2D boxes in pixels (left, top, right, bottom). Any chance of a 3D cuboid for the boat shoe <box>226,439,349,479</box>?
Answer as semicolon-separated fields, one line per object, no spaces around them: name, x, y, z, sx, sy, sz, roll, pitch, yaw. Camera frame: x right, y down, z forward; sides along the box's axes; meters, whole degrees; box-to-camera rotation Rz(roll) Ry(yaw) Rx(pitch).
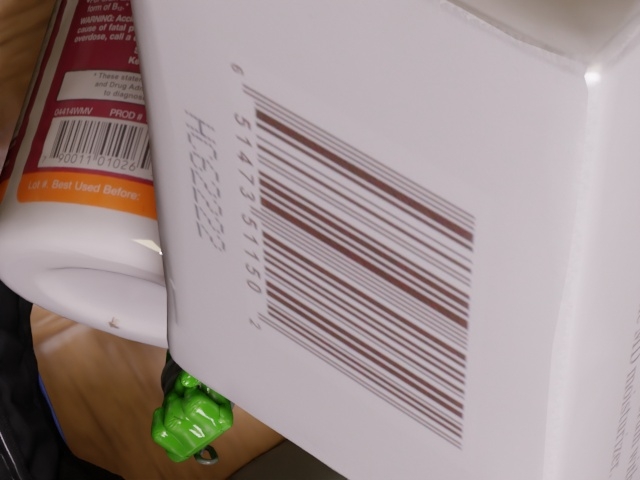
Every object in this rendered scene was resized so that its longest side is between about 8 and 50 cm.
boat shoe;0.041;0.111;0.893;0.228;0.080;0.076;-32;109;-11

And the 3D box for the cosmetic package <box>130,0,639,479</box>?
cosmetic package;0.146;-0.128;0.653;0.453;0.161;0.230;-42;149;-31

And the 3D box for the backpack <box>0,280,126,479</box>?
backpack;-0.207;0.077;0.733;0.213;0.276;0.263;-6;98;17

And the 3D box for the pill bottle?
pill bottle;-0.043;-0.077;0.751;0.121;0.121;0.221;21;71;-18

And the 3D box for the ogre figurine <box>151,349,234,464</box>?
ogre figurine;0.000;0.000;0.824;0.097;0.118;0.197;24;100;-23
